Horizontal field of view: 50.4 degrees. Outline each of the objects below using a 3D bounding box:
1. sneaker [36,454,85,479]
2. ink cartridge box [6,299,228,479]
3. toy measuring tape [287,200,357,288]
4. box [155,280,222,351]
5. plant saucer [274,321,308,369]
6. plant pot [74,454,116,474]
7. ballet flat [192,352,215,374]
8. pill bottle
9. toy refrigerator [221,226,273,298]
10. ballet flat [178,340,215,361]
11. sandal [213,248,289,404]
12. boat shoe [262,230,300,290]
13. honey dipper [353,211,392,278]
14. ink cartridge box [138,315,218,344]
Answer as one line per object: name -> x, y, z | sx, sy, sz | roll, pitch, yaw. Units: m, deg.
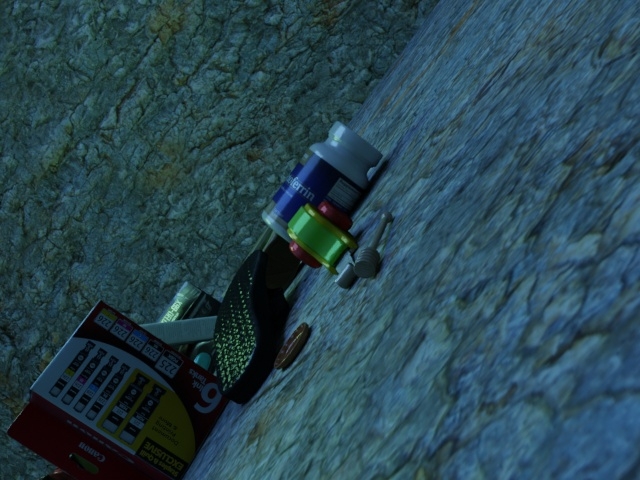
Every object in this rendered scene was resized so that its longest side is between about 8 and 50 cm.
sneaker -> -0.617, 0.591, 1.571 | 0.135, 0.097, 0.276 | -52, 1, 6
ink cartridge box -> -0.368, 0.316, 1.264 | 0.272, 0.309, 0.130 | -60, 9, -31
toy measuring tape -> 0.000, 0.000, 1.134 | 0.121, 0.121, 0.330 | -53, 7, 8
box -> -0.458, 0.293, 2.389 | 0.242, 0.076, 0.307 | -54, -20, -8
plant saucer -> -0.043, 0.163, 1.045 | 0.083, 0.013, 0.083 | -54, 7, 9
plant pot -> -0.429, 0.420, 1.492 | 0.275, 0.275, 0.293 | -62, -8, -47
ballet flat -> -0.311, 0.371, 1.655 | 0.074, 0.074, 0.203 | -43, 20, 59
pill bottle -> 0.007, -0.112, 1.453 | 0.265, 0.153, 0.153 | -54, 7, 5
toy refrigerator -> -0.158, 0.072, 1.877 | 0.094, 0.102, 0.269 | -47, 9, 44
ballet flat -> -0.390, 0.344, 2.157 | 0.124, 0.116, 0.342 | -32, 13, 13
sandal -> -0.127, 0.168, 1.319 | 0.167, 0.107, 0.446 | -51, 20, 18
boat shoe -> -0.049, -0.033, 1.609 | 0.342, 0.123, 0.123 | -60, 8, 5
honey dipper -> 0.078, 0.000, 0.964 | 0.030, 0.030, 0.161 | -50, 6, 32
ink cartridge box -> -0.374, 0.262, 1.936 | 0.324, 0.330, 0.071 | 146, 119, -72
